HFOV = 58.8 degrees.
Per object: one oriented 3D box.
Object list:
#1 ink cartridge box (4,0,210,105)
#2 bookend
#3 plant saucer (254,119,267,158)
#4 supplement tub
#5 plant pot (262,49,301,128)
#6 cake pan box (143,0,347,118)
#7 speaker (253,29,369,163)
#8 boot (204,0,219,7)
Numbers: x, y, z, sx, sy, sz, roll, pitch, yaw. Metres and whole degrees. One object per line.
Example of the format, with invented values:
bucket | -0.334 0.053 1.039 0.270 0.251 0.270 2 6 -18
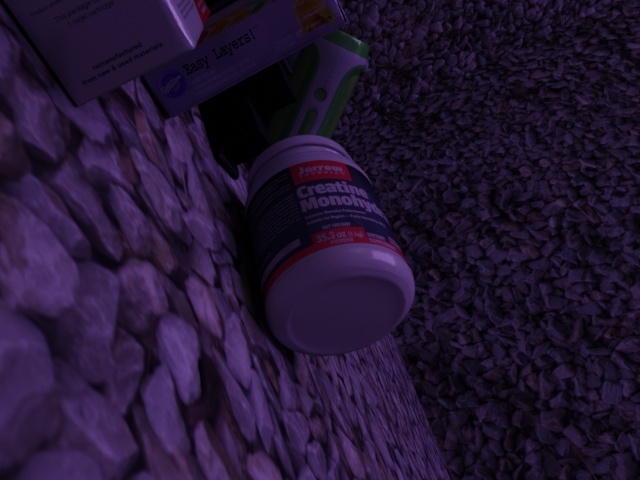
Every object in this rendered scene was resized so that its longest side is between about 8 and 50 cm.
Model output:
ink cartridge box | -0.210 -0.278 0.463 0.197 0.114 0.273 -102 167 -60
bookend | -0.100 -0.204 0.887 0.156 0.157 0.072 68 7 28
plant saucer | -0.144 -0.244 1.217 0.198 0.036 0.198 -25 90 -84
supplement tub | 0.000 0.000 0.778 0.191 0.191 0.272 58 9 -46
plant pot | -0.069 -0.354 1.352 0.195 0.290 0.290 21 -2 11
cake pan box | -0.104 -0.285 0.761 0.267 0.246 0.070 -103 167 -58
speaker | -0.020 -0.245 1.064 0.131 0.296 0.131 24 17 -8
boot | -0.166 -0.511 1.023 0.131 0.260 0.348 -34 100 -84
